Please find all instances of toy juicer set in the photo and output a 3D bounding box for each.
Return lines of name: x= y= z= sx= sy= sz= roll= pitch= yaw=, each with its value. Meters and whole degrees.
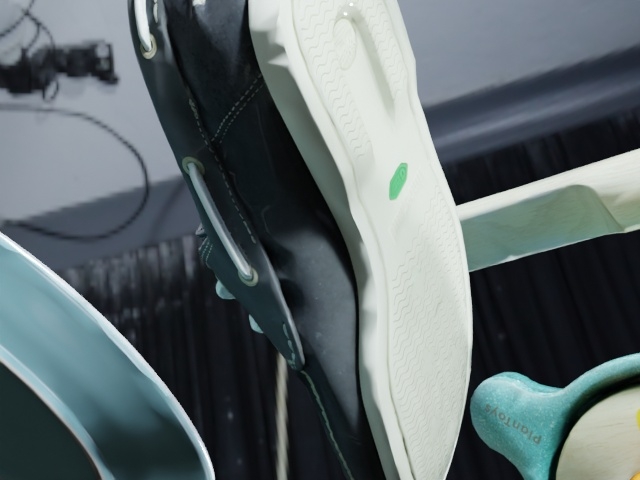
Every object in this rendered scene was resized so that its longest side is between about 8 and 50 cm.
toy juicer set: x=0.161 y=0.081 z=0.482 sx=0.089 sy=0.329 sz=0.209 roll=-25 pitch=165 yaw=-49

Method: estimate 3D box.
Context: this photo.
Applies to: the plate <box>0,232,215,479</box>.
plate: x=-0.120 y=0.046 z=0.473 sx=0.188 sy=0.024 sz=0.188 roll=25 pitch=149 yaw=17

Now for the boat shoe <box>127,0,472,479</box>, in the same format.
boat shoe: x=0.000 y=0.000 z=0.469 sx=0.079 sy=0.084 sz=0.233 roll=1 pitch=126 yaw=30
